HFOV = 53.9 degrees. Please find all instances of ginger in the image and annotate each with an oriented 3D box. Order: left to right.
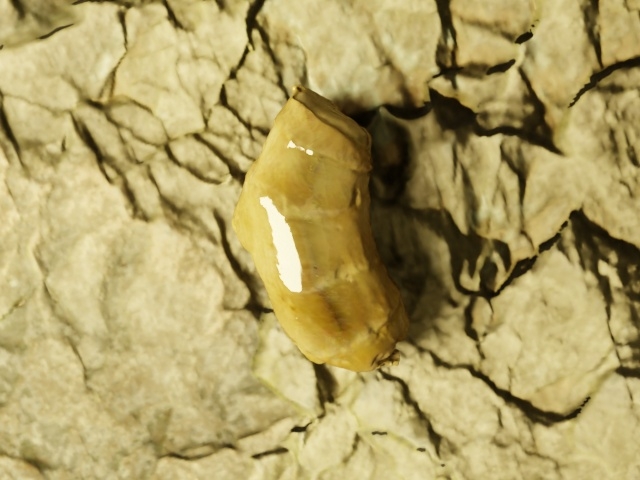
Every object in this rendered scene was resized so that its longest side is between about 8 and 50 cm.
[{"bbox_3d":[0.002,-0.001,0.391,0.095,0.069,0.190,-20,97,-17],"label":"ginger"}]
